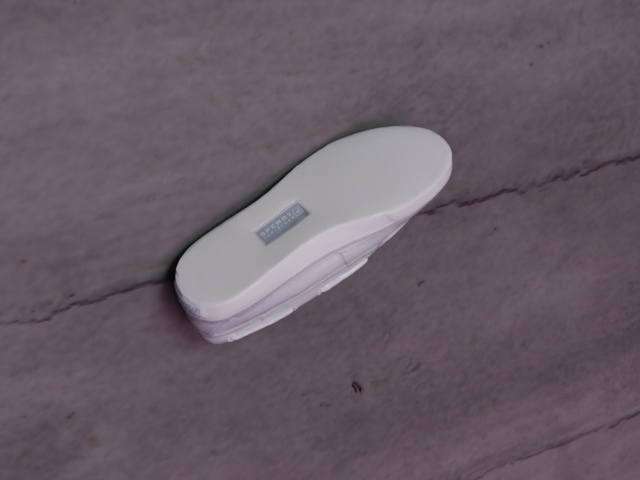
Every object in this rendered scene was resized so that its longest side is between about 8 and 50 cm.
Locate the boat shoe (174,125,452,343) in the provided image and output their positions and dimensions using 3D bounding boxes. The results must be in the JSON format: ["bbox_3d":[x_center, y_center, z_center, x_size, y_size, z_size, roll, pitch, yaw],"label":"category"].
[{"bbox_3d":[0.000,0.000,0.922,0.184,0.066,0.063,-38,150,-18],"label":"boat shoe"}]
